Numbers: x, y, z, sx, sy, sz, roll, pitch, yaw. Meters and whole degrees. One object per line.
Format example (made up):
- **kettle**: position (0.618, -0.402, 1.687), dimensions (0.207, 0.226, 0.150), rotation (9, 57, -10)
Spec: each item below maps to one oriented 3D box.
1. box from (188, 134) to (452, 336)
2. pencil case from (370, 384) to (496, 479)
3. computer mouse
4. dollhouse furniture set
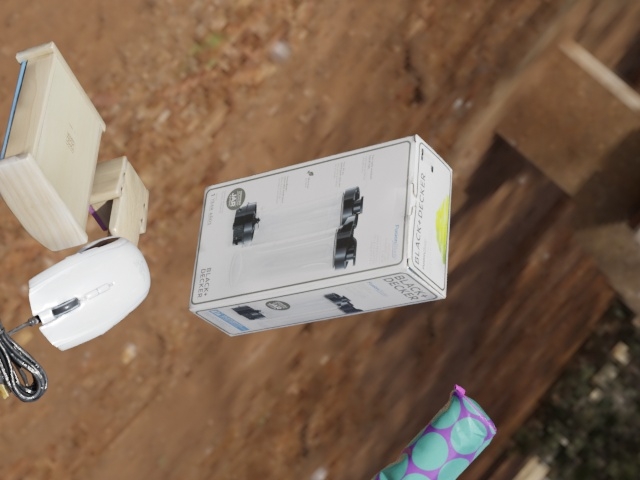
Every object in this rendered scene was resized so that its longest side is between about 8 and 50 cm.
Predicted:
- **box**: position (0.000, 0.000, 1.636), dimensions (0.290, 0.169, 0.087), rotation (-13, 148, 30)
- **pencil case**: position (0.108, 0.221, 1.463), dimensions (0.151, 0.070, 0.064), rotation (-46, 127, 2)
- **computer mouse**: position (-0.197, 0.046, 1.160), dimensions (0.042, 0.106, 0.193), rotation (-17, -168, 43)
- **dollhouse furniture set**: position (-0.403, -0.045, 1.693), dimensions (0.303, 0.198, 0.286), rotation (-14, 134, 15)
